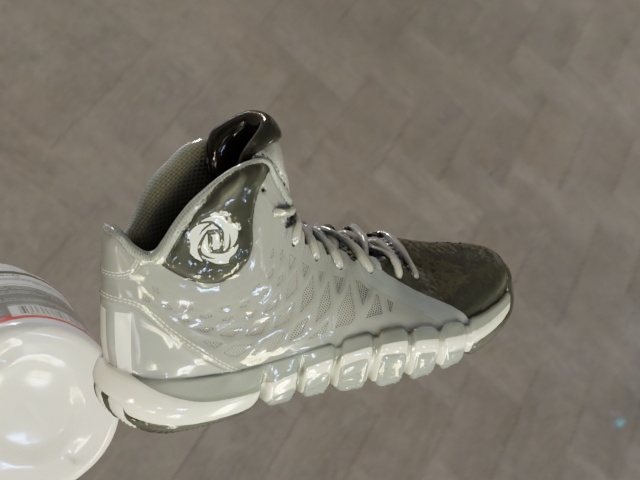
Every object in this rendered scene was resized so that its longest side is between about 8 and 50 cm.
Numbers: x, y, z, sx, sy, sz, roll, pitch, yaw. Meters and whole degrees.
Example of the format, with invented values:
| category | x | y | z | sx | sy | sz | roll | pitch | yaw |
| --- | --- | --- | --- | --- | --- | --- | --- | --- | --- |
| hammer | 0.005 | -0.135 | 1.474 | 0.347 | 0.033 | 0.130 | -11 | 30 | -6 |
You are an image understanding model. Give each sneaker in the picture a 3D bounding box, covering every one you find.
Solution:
| category | x | y | z | sx | sy | sz | roll | pitch | yaw |
| --- | --- | --- | --- | --- | --- | --- | --- | --- | --- |
| sneaker | 0.000 | 0.000 | 0.643 | 0.229 | 0.086 | 0.132 | -15 | 113 | -31 |

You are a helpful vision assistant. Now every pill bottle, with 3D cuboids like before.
| category | x | y | z | sx | sy | sz | roll | pitch | yaw |
| --- | --- | --- | --- | --- | --- | --- | --- | --- | --- |
| pill bottle | -0.296 | 0.118 | 1.301 | 0.161 | 0.283 | 0.161 | -4 | 103 | -20 |
